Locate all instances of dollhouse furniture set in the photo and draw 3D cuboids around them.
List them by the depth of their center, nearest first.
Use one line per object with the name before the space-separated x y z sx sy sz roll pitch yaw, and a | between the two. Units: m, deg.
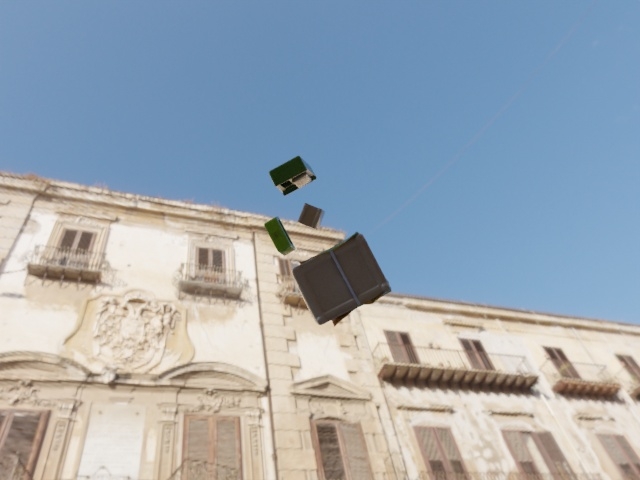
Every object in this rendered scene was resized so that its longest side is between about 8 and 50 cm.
dollhouse furniture set | 0.000 0.000 0.476 0.076 0.058 0.152 -29 -97 5
